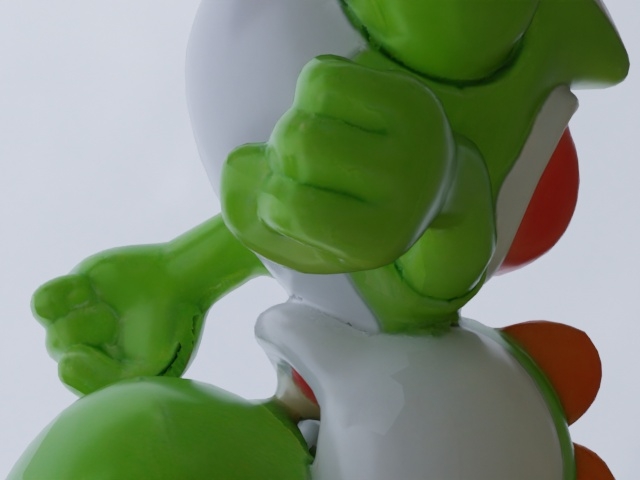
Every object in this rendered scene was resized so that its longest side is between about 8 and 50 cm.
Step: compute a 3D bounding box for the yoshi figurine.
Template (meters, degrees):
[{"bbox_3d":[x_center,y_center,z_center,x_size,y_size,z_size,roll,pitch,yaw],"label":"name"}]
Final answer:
[{"bbox_3d":[-0.021,0.001,0.475,0.203,0.203,0.362,0,-92,-69],"label":"yoshi figurine"}]
